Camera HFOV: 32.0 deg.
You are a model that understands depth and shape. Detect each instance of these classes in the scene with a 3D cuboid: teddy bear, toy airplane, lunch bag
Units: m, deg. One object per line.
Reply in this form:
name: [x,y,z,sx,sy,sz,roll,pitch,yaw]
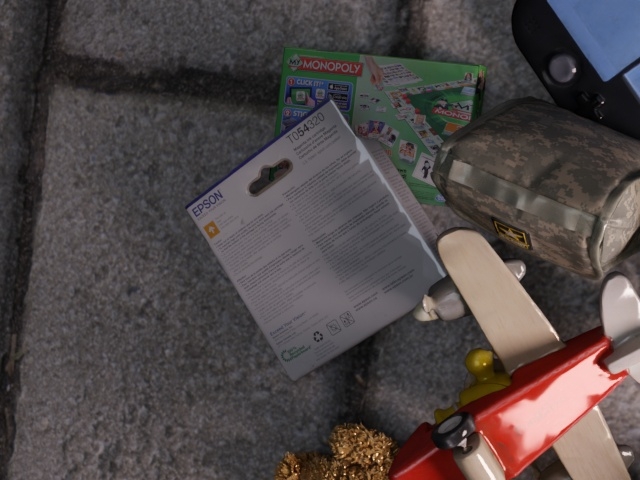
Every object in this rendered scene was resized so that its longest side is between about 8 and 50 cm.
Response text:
teddy bear: [0.080,0.390,1.697,0.338,0.113,0.245,4,96,24]
toy airplane: [0.293,0.199,1.538,0.385,0.272,0.386,11,88,-15]
lunch bag: [0.296,-0.067,1.441,0.235,0.287,0.168,27,114,25]

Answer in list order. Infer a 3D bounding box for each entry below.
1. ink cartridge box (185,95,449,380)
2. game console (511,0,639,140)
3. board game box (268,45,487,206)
ink cartridge box: [0.000,0.000,1.703,0.324,0.071,0.330,-34,85,28]
game console: [0.460,-0.273,1.457,0.386,0.060,0.342,-38,78,41]
board game box: [0.082,-0.174,1.700,0.317,0.046,0.213,10,96,23]
